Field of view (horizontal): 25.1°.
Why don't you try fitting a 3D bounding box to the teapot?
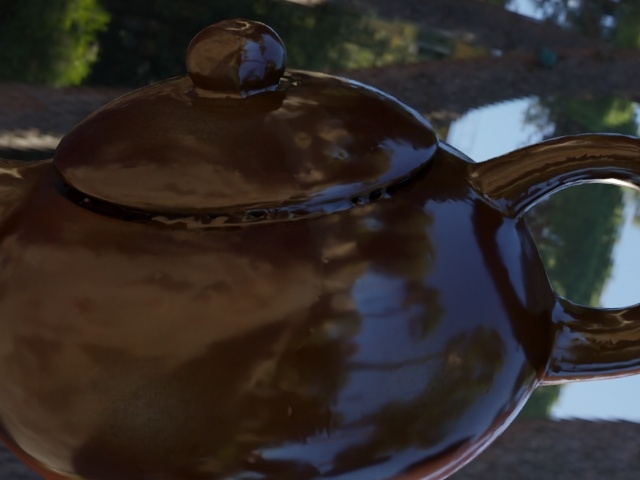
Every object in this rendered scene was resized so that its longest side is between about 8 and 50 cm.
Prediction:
[{"bbox_3d":[0.000,0.000,0.429,0.178,0.252,0.135,-81,167,-64],"label":"teapot"}]
